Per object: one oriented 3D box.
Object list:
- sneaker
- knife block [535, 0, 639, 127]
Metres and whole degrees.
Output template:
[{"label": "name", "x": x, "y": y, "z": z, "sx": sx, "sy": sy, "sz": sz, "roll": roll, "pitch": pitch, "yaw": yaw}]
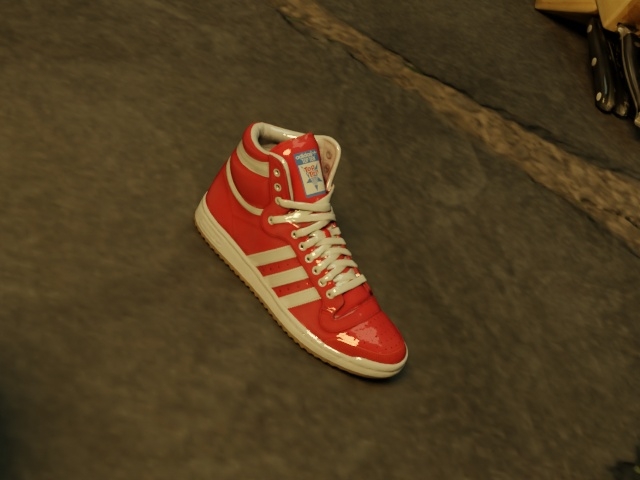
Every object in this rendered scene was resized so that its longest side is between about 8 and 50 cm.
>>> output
[{"label": "sneaker", "x": 0.000, "y": 0.000, "z": 0.522, "sx": 0.118, "sy": 0.067, "sz": 0.042, "roll": 42, "pitch": 35, "yaw": 19}, {"label": "knife block", "x": 0.261, "y": -0.208, "z": 0.865, "sx": 0.088, "sy": 0.276, "sz": 0.242, "roll": 14, "pitch": 6, "yaw": -24}]
